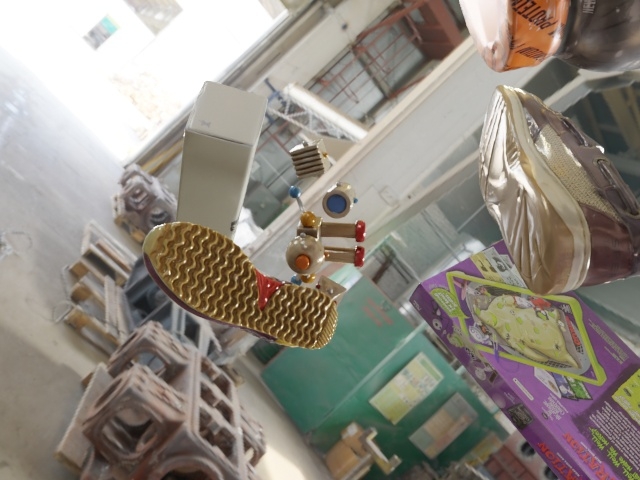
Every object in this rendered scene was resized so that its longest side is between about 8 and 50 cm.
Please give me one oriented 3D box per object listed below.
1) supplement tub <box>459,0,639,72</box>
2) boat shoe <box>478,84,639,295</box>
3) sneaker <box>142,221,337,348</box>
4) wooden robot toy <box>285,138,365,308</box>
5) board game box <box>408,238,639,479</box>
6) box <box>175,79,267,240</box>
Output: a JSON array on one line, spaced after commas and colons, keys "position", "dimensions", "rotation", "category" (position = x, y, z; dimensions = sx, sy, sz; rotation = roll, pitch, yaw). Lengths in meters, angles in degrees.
[{"position": [0.238, -0.213, 0.314], "dimensions": [0.193, 0.315, 0.194], "rotation": [-15, 90, -83], "category": "supplement tub"}, {"position": [0.203, -0.056, 0.503], "dimensions": [0.285, 0.092, 0.103], "rotation": [-83, 176, -57], "category": "boat shoe"}, {"position": [-0.077, 0.046, 0.496], "dimensions": [0.185, 0.070, 0.083], "rotation": [33, -22, -27], "category": "sneaker"}, {"position": [0.000, 0.000, 0.520], "dimensions": [0.079, 0.076, 0.174], "rotation": [-57, 149, -68], "category": "wooden robot toy"}, {"position": [0.295, 0.156, 0.713], "dimensions": [0.347, 0.208, 0.056], "rotation": [52, -41, 23], "category": "board game box"}, {"position": [-0.155, -0.089, 0.852], "dimensions": [0.094, 0.113, 0.275], "rotation": [15, -38, -8], "category": "box"}]
